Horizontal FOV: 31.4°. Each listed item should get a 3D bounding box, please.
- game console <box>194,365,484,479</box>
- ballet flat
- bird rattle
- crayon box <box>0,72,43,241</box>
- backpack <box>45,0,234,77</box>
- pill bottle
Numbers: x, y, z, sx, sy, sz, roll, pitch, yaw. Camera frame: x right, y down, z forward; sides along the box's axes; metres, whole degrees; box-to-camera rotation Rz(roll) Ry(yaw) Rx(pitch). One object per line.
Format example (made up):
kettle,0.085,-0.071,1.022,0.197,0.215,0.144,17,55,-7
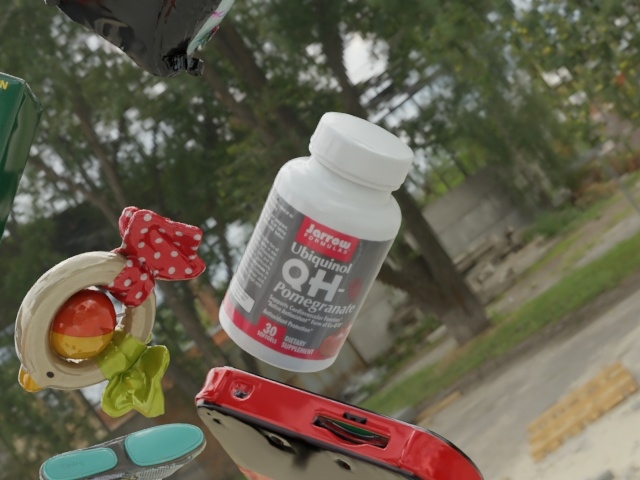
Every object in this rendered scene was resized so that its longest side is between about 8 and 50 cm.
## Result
game console,0.048,0.298,1.353,0.386,0.342,0.060,13,56,37
ballet flat,-0.135,0.156,0.783,0.114,0.041,0.041,-11,-12,-19
bird rattle,-0.233,0.083,1.256,0.207,0.143,0.254,-10,-50,-41
crayon box,-0.460,-0.030,0.958,0.106,0.362,0.313,119,167,-83
backpack,-0.128,-0.245,0.961,0.182,0.152,0.115,-47,24,34
pill bottle,0.000,0.000,1.503,0.319,0.176,0.176,-66,-15,21
